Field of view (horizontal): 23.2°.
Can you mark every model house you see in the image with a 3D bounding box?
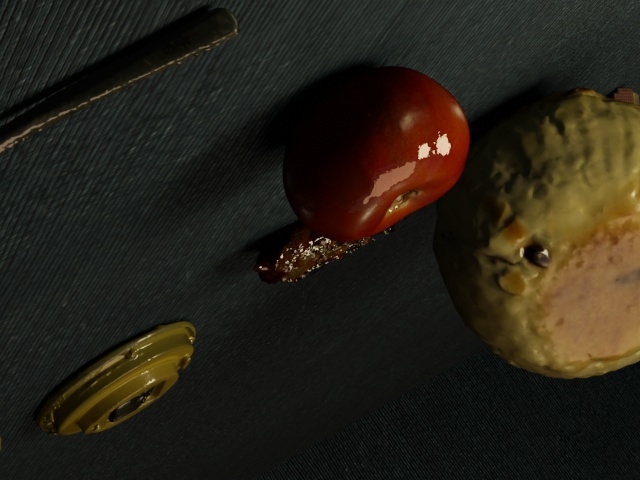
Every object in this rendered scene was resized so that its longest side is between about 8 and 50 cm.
[{"bbox_3d":[0.428,-0.188,2.311,0.083,0.057,0.058,-21,151,40],"label":"model house"}]

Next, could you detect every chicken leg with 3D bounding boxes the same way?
[{"bbox_3d":[0.000,0.000,1.888,0.234,0.063,0.105,-27,160,-26],"label":"chicken leg"}]

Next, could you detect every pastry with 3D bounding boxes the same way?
[{"bbox_3d":[0.328,-0.018,2.034,0.388,0.388,0.312,-38,-154,14],"label":"pastry"}]

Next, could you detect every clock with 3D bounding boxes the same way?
[{"bbox_3d":[-0.247,0.187,1.967,0.237,0.057,0.237,-33,168,-8],"label":"clock"}]

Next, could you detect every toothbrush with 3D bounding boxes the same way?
[{"bbox_3d":[-0.187,-0.101,1.144,0.297,0.030,0.030,-30,156,-18],"label":"toothbrush"}]

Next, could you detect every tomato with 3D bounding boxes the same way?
[{"bbox_3d":[0.051,-0.088,1.537,0.195,0.136,0.195,-30,166,-8],"label":"tomato"}]
